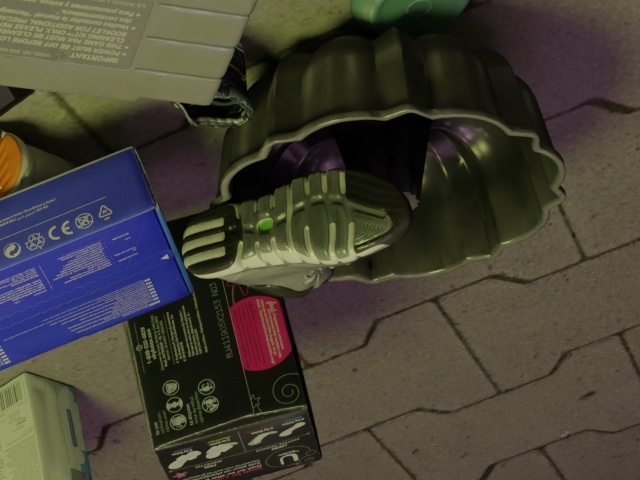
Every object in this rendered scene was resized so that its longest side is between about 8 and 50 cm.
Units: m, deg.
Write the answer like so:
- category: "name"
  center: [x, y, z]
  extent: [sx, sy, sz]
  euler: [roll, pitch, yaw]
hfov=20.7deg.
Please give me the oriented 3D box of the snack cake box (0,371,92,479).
- category: "snack cake box"
  center: [-0.394, 0.283, 2.033]
  extent: [0.264, 0.152, 0.089]
  euler: [-31, 148, 24]

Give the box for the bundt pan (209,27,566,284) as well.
- category: "bundt pan"
  center: [0.058, -0.085, 1.635]
  extent: [0.331, 0.124, 0.331]
  euler: [-5, 153, -2]

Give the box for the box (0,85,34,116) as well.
- category: "box"
  center: [-0.361, -0.074, 1.486]
  extent: [0.225, 0.036, 0.136]
  euler: [-28, -169, 17]

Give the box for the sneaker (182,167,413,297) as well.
- category: "sneaker"
  center: [0.000, 0.000, 1.583]
  extent: [0.228, 0.086, 0.132]
  euler: [-8, 159, 29]

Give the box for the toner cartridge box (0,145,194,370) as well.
- category: "toner cartridge box"
  center: [-0.300, 0.047, 1.580]
  extent: [0.348, 0.075, 0.165]
  euler: [-22, 151, -4]

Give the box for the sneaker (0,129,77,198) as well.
- category: "sneaker"
  center: [-0.328, 0.000, 1.651]
  extent: [0.262, 0.099, 0.121]
  euler: [-34, 150, 30]

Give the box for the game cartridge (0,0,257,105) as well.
- category: "game cartridge"
  center: [-0.218, -0.196, 1.223]
  extent: [0.355, 0.068, 0.230]
  euler: [6, 149, -19]

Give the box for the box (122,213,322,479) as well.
- category: "box"
  center: [-0.108, 0.113, 1.790]
  extent: [0.163, 0.247, 0.142]
  euler: [-16, 149, -1]

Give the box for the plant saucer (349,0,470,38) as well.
- category: "plant saucer"
  center: [0.086, -0.214, 1.563]
  extent: [0.119, 0.021, 0.119]
  euler: [-12, 151, -7]

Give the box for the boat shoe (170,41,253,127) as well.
- category: "boat shoe"
  center: [-0.131, -0.154, 1.496]
  extent: [0.183, 0.083, 0.065]
  euler: [14, 139, -41]
